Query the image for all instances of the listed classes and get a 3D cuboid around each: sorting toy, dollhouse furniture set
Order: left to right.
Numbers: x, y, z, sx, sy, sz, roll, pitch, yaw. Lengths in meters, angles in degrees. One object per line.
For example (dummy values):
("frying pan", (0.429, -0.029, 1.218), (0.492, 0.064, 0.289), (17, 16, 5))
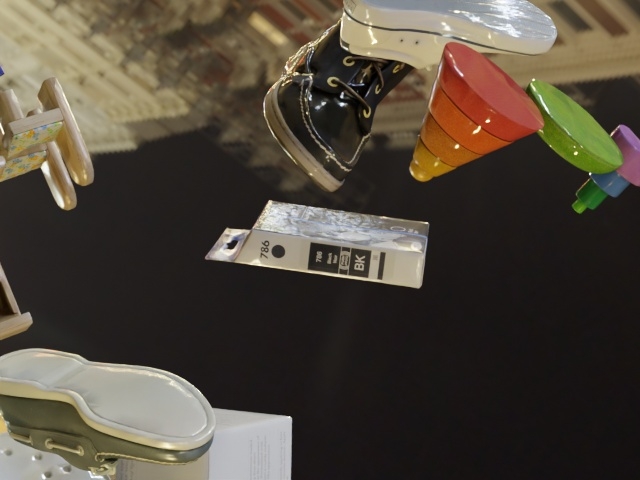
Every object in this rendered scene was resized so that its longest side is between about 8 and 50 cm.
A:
("dollhouse furniture set", (-0.314, 0.000, 1.085), (0.212, 0.161, 0.242), (-21, 174, -25))
("sorting toy", (0.213, -0.087, 1.306), (0.126, 0.365, 0.127), (-49, -128, 24))

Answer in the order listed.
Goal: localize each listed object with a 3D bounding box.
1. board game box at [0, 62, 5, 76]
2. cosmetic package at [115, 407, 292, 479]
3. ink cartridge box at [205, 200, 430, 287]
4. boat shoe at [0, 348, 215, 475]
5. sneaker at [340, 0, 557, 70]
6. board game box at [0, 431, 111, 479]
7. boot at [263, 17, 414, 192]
("board game box", (-0.655, -0.279, 1.727), (0.318, 0.318, 0.066), (-35, -156, -6))
("cosmetic package", (-0.148, 0.301, 1.612), (0.151, 0.183, 0.151), (2, -90, 33))
("ink cartridge box", (0.000, 0.000, 1.959), (0.165, 0.332, 0.065), (-70, 165, -71))
("boat shoe", (-0.235, 0.197, 1.366), (0.319, 0.099, 0.116), (10, -154, 35))
("sneaker", (0.145, -0.247, 1.481), (0.091, 0.258, 0.094), (111, -17, -48))
("board game box", (-0.394, 0.422, 1.565), (0.390, 0.390, 0.050), (52, -49, 28))
("boot", (0.080, -0.236, 1.638), (0.284, 0.138, 0.377), (-37, -163, 21))
